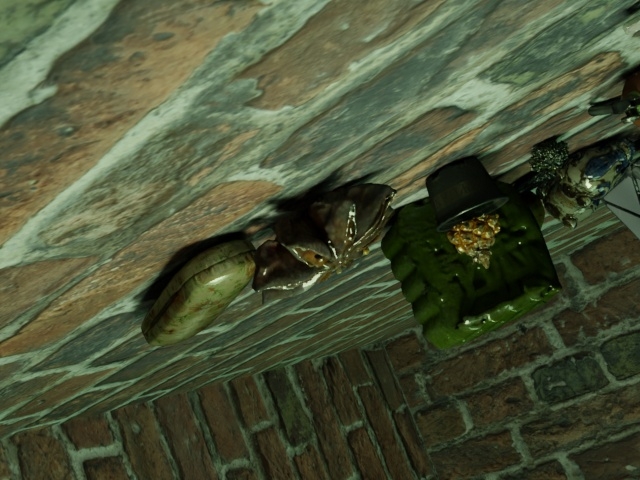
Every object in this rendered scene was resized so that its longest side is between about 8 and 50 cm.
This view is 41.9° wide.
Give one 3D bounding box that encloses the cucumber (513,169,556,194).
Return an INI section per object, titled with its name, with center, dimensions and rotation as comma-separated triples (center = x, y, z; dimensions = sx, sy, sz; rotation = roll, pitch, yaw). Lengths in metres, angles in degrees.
[cucumber]
center = 0.494, -0.136, 2.004
dimensions = 0.163, 0.043, 0.039
rotation = -32, -154, 46

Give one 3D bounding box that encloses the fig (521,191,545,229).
[fig]
center = 0.500, -0.068, 2.173
dimensions = 0.149, 0.149, 0.245
rotation = -24, -174, 7

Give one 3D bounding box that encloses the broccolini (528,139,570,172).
[broccolini]
center = 0.497, -0.168, 1.817
dimensions = 0.091, 0.068, 0.203
rotation = -43, 165, 5

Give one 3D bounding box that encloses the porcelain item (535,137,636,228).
[porcelain item]
center = 0.649, -0.148, 2.042
dimensions = 0.186, 0.138, 0.288
rotation = -37, 165, -11

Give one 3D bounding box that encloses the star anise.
[star anise]
center = 0.000, -0.001, 1.517
dimensions = 0.332, 0.117, 0.331
rotation = -38, 164, -13

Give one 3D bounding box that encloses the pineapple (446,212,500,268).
[pineapple]
center = 0.314, 0.004, 1.697
dimensions = 0.114, 0.114, 0.077
rotation = -16, -174, -11

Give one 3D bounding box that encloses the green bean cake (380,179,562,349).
[green bean cake]
center = 0.330, 0.042, 1.847
dimensions = 0.335, 0.319, 0.218
rotation = -22, 164, -20

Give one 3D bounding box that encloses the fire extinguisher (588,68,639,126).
[fire extinguisher]
center = 0.663, -0.271, 1.568
dimensions = 0.376, 0.113, 0.200
rotation = -17, 167, -20

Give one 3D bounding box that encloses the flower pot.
[flower pot]
center = 0.281, -0.095, 1.667
dimensions = 0.158, 0.106, 0.157
rotation = -24, 169, -5

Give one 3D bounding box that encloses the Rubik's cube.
[Rubik's cube]
center = 0.897, -0.130, 2.092
dimensions = 0.259, 0.254, 0.260
rotation = -37, 167, -13

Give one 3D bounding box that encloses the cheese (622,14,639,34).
[cheese]
center = 0.545, -0.360, 1.163
dimensions = 0.256, 0.050, 0.127
rotation = -29, 166, 25

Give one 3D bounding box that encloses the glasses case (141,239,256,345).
[glasses case]
center = -0.243, 0.112, 1.647
dimensions = 0.157, 0.098, 0.425
rotation = -24, 169, -32

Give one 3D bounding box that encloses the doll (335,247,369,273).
[doll]
center = 0.014, 0.033, 1.799
dimensions = 0.179, 0.102, 0.089
rotation = -23, -154, 2
